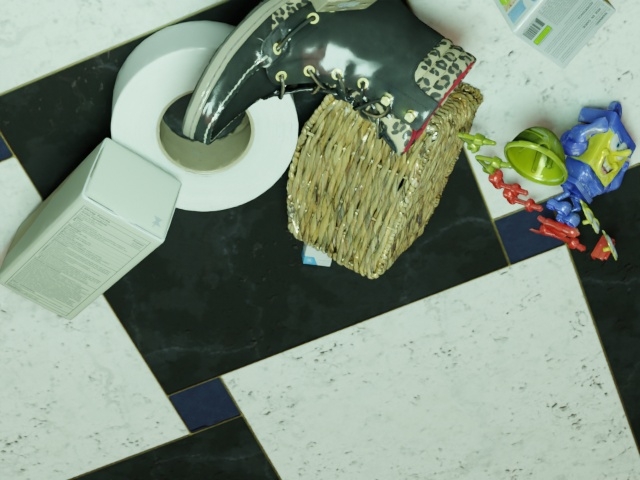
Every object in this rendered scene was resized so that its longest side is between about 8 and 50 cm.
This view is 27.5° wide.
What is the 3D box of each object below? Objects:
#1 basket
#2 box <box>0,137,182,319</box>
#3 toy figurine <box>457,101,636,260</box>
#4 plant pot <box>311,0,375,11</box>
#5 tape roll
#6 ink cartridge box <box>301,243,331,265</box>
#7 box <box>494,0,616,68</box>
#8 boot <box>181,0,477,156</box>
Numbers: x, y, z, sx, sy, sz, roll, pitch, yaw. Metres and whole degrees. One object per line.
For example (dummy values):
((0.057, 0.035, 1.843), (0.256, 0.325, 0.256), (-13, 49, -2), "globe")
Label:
((0.087, -0.131, 2.076), (0.213, 0.223, 0.299), (29, 122, 13), "basket")
((-0.359, -0.011, 2.009), (0.148, 0.121, 0.311), (32, 138, -22), "box")
((0.400, -0.149, 2.085), (0.217, 0.191, 0.362), (-58, 137, -10), "toy figurine")
((0.031, -0.364, 1.762), (0.109, 0.109, 0.096), (-6, 90, -15), "plant pot")
((-0.179, -0.187, 1.998), (0.286, 0.100, 0.286), (-4, 125, -5), "tape roll")
((0.000, 0.000, 2.191), (0.048, 0.028, 0.083), (6, 122, -12), "ink cartridge box")
((0.324, -0.357, 1.886), (0.103, 0.203, 0.114), (30, 114, -25), "box")
((0.015, -0.221, 1.833), (0.284, 0.377, 0.138), (39, 160, 4), "boot")
